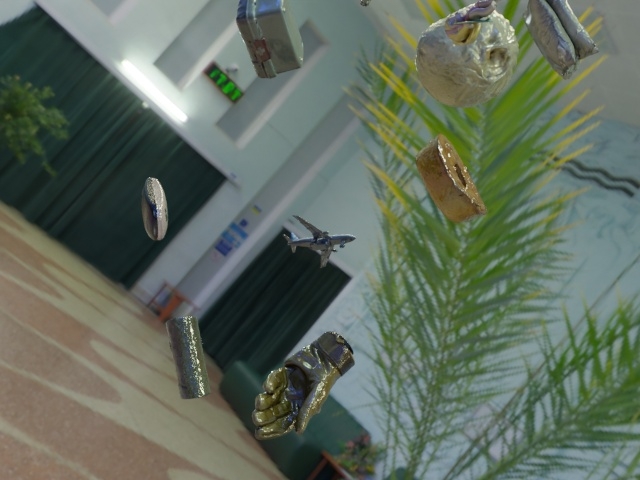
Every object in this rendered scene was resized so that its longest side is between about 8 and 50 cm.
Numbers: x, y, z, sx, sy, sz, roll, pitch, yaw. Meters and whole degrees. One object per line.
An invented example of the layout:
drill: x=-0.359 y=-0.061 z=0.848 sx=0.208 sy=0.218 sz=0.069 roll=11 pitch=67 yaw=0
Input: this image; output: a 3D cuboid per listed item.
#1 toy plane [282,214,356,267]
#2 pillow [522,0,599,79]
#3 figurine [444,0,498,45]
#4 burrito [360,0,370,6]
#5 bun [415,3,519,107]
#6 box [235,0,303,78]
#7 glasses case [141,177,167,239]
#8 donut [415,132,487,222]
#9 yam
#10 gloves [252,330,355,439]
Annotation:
toy plane: x=-0.003 y=0.002 z=2.149 sx=0.226 sy=0.058 sz=0.226 roll=3 pitch=-41 yaw=32
pillow: x=0.454 y=-0.408 z=1.437 sx=0.181 sy=0.078 sz=0.134 roll=63 pitch=3 yaw=8
figurine: x=0.339 y=-0.485 z=1.634 sx=0.083 sy=0.083 sz=0.187 roll=41 pitch=-23 yaw=-13
burrito: x=0.109 y=-0.574 z=1.537 sx=0.042 sy=0.171 sz=0.051 roll=15 pitch=24 yaw=-10
bun: x=0.504 y=-0.615 z=2.473 sx=0.353 sy=0.349 sz=0.227 roll=23 pitch=9 yaw=-27
box: x=-0.128 y=-0.539 z=1.922 sx=0.210 sy=0.129 sz=0.148 roll=67 pitch=17 yaw=-46
glasses case: x=-0.526 y=-0.103 z=2.336 sx=0.075 sy=0.122 sz=0.314 roll=0 pitch=24 yaw=-17
donut: x=0.379 y=-0.173 z=2.179 sx=0.277 sy=0.108 sz=0.277 roll=49 pitch=22 yaw=-28
yam: x=-0.270 y=0.241 z=1.520 sx=0.068 sy=0.068 sz=0.169 roll=95 pitch=-17 yaw=-84
gloves: x=-0.051 y=0.362 z=1.806 sx=0.154 sy=0.331 sz=0.141 roll=48 pitch=-28 yaw=0
